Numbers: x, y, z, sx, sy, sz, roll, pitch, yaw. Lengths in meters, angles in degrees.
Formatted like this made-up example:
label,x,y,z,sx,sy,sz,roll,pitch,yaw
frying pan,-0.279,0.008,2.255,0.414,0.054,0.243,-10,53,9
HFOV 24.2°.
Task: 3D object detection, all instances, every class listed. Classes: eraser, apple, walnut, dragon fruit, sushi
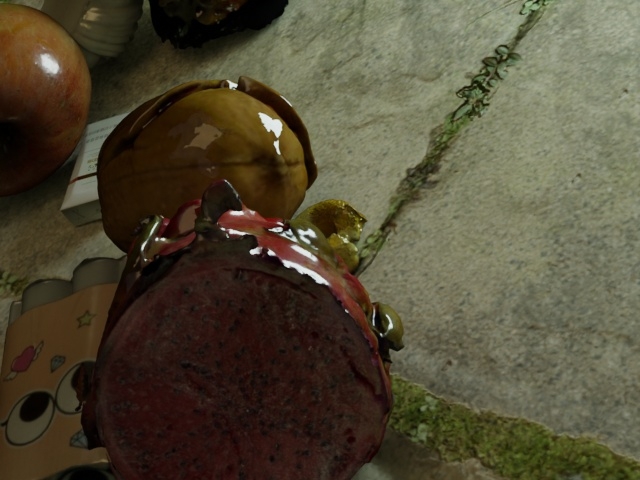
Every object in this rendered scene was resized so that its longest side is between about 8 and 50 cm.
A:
label,x,y,z,sx,sy,sz,roll,pitch,yaw
eraser,-0.275,0.161,1.637,0.171,0.087,0.290,-20,43,17
apple,-0.423,-0.189,1.968,0.253,0.253,0.253,-20,43,20
walnut,-0.153,-0.069,1.690,0.336,0.209,0.209,-17,42,44
dragon fruit,-0.064,0.092,1.433,0.263,0.296,0.314,-86,21,-73
sushi,-0.160,-0.392,1.982,0.238,0.219,0.225,-37,44,1

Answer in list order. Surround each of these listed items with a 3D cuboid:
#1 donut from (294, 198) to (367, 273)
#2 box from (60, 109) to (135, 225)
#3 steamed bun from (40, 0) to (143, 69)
label,x,y,z,sx,sy,sz,roll,pitch,yaw
donut,0.000,0.000,1.629,0.097,0.043,0.108,-18,39,21
box,-0.276,-0.095,1.920,0.084,0.040,0.154,-12,46,24
steamed bun,-0.312,-0.320,2.092,0.183,0.106,0.183,-25,55,42
